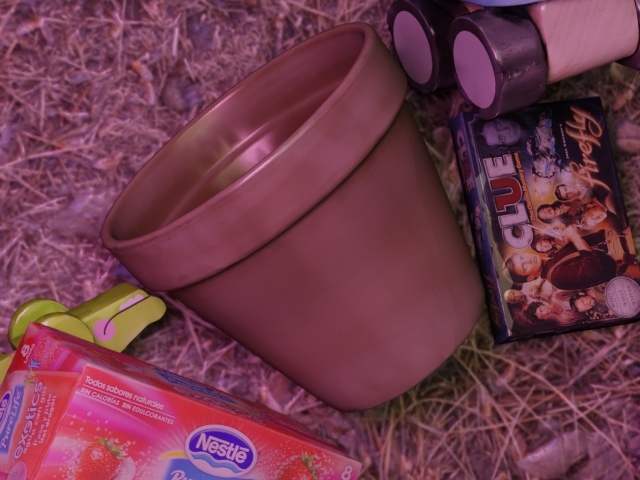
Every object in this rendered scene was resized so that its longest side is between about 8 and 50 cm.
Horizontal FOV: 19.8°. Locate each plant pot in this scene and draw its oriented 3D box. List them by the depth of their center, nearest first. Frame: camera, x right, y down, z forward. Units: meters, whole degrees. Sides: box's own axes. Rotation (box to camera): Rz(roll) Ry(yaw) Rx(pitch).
[{"bbox_3d":[0.000,0.000,1.739,0.323,0.323,0.280,-45,109,-21],"label":"plant pot"}]

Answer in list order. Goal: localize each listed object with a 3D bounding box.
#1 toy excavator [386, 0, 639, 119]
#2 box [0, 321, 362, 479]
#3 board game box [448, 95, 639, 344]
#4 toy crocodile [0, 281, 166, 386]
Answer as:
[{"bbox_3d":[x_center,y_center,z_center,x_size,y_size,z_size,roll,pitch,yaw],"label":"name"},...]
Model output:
[{"bbox_3d":[0.155,-0.390,1.878,0.222,0.433,0.445,-18,110,-19],"label":"toy excavator"},{"bbox_3d":[-0.137,0.198,1.642,0.300,0.154,0.142,24,90,-30],"label":"box"},{"bbox_3d":[0.239,-0.023,1.927,0.165,0.042,0.243,-8,79,-18],"label":"board game box"},{"bbox_3d":[-0.294,0.139,1.697,0.340,0.115,0.105,-30,105,-19],"label":"toy crocodile"}]
